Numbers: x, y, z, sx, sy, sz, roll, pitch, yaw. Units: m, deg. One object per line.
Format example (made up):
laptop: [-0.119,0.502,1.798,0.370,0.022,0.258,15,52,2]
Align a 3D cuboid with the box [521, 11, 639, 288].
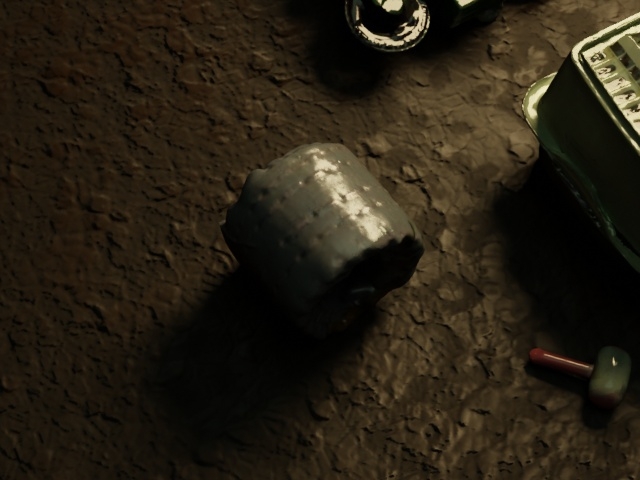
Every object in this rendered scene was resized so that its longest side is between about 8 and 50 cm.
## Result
box: [0.334,-0.099,1.294,0.290,0.166,0.221,-25,67,-18]

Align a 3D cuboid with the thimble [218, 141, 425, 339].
thimble: [0.001,-0.002,1.213,0.127,0.151,0.118,-36,71,-9]

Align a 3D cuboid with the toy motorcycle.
toy motorcycle: [0.111,-0.288,1.405,0.274,0.125,0.187,-27,77,-22]

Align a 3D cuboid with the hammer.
hammer: [0.211,0.104,1.249,0.083,0.031,0.053,15,57,9]
